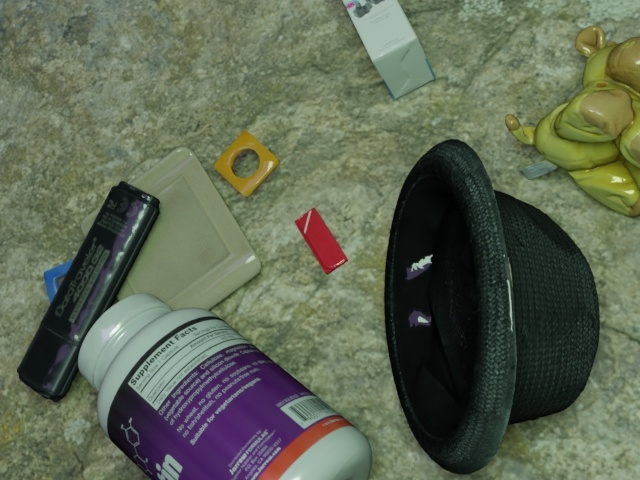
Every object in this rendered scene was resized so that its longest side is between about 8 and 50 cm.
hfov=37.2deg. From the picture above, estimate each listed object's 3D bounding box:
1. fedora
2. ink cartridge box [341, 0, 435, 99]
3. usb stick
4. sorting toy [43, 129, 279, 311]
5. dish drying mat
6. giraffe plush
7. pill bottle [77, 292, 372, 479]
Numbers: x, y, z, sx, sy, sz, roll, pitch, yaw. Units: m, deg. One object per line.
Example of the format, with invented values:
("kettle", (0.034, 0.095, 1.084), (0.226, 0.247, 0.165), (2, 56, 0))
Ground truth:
("fedora", (0.177, 0.065, 0.966), (0.152, 0.334, 0.334), (2, 69, -15))
("ink cartridge box", (0.069, -0.277, 1.169), (0.061, 0.104, 0.181), (-26, 65, 9))
("usb stick", (-0.283, 0.062, 1.164), (0.077, 0.045, 0.278), (25, 87, 27))
("sorting toy", (-0.184, 0.008, 1.194), (0.347, 0.047, 0.196), (-36, 71, 8))
("dish drying mat", (0.000, 0.000, 1.152), (0.032, 0.008, 0.083), (-34, 64, 5))
("giraffe plush", (0.323, -0.144, 1.024), (0.170, 0.181, 0.210), (-55, 29, -16))
("pill bottle", (-0.113, 0.196, 1.028), (0.323, 0.181, 0.181), (35, 86, 26))
